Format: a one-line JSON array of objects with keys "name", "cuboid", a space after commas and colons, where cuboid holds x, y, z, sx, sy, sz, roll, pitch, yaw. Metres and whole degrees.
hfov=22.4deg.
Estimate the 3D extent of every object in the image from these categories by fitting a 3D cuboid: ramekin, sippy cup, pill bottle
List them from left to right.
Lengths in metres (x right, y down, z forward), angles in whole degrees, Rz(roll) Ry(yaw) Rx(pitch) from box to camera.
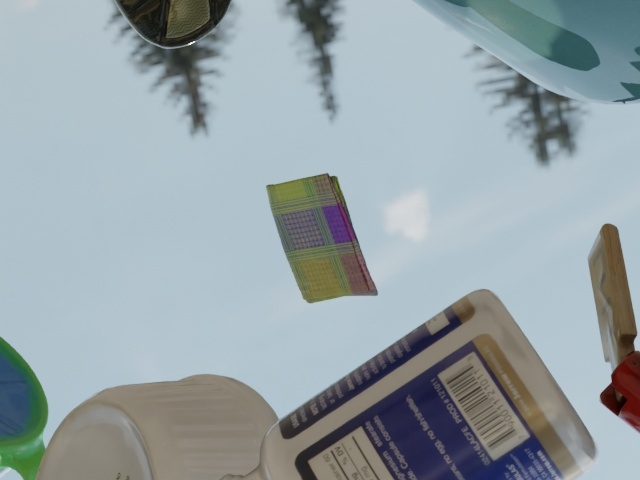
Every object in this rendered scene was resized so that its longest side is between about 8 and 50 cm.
[{"name": "sippy cup", "cuboid": [-0.449, 0.219, 1.749, 0.240, 0.224, 0.305, 17, -152, -42]}, {"name": "ramekin", "cuboid": [-0.144, 0.244, 1.382, 0.127, 0.273, 0.273, 12, -177, -38]}, {"name": "pill bottle", "cuboid": [0.051, 0.164, 1.156, 0.264, 0.153, 0.153, -33, -160, 4]}]

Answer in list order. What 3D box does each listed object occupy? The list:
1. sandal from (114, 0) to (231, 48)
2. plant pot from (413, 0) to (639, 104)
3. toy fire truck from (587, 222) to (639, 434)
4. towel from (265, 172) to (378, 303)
[{"name": "sandal", "cuboid": [-0.154, -0.304, 1.337, 0.120, 0.303, 0.086, -23, 177, -8]}, {"name": "plant pot", "cuboid": [0.123, -0.241, 0.883, 0.293, 0.293, 0.235, 7, 176, 42]}, {"name": "toy fire truck", "cuboid": [0.282, 0.067, 1.167, 0.246, 0.217, 0.158, 39, -143, 19]}, {"name": "towel", "cuboid": [0.000, 0.000, 0.996, 0.060, 0.083, 0.009, -10, -163, 41]}]
